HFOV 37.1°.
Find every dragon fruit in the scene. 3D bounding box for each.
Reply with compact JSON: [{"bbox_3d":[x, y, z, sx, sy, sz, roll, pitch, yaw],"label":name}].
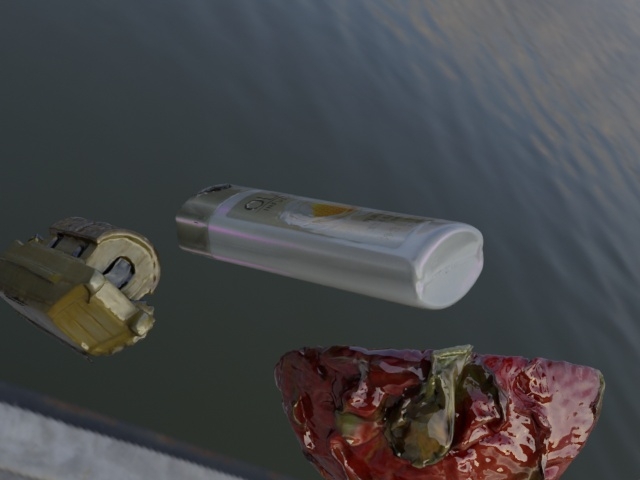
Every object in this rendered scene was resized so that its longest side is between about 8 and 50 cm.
[{"bbox_3d":[0.073,0.177,0.833,0.205,0.317,0.152,33,57,-56],"label":"dragon fruit"}]

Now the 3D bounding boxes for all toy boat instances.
[{"bbox_3d":[-0.178,0.025,0.688,0.068,0.088,0.226,48,-19,-27],"label":"toy boat"}]

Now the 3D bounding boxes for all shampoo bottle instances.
[{"bbox_3d":[0.000,0.000,0.689,0.227,0.056,0.086,12,22,39],"label":"shampoo bottle"}]

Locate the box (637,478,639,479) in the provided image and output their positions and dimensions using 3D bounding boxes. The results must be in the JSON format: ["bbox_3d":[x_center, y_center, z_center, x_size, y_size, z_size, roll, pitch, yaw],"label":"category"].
[{"bbox_3d":[0.231,0.130,0.472,0.023,0.155,0.087,31,29,-52],"label":"box"}]
